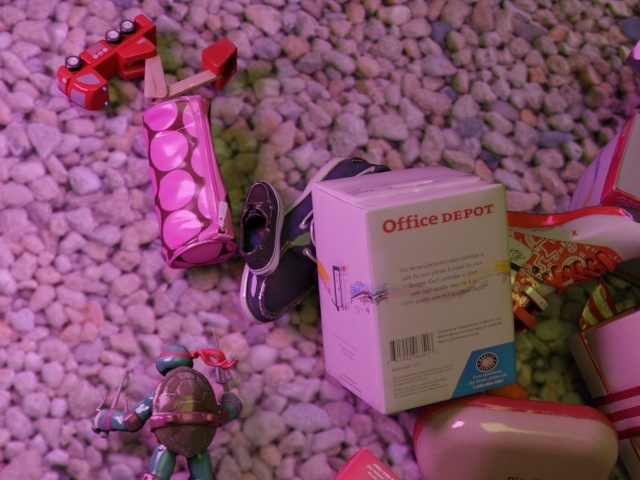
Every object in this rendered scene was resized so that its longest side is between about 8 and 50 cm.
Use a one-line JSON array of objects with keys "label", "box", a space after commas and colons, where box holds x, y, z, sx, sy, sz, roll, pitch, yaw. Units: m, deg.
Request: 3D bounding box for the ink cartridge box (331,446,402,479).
[{"label": "ink cartridge box", "box": [0.027, 0.372, 1.444, 0.172, 0.100, 0.237, 41, 63, 6]}]

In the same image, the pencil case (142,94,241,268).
[{"label": "pencil case", "box": [-0.152, -0.073, 1.593, 0.095, 0.098, 0.209, -4, 68, -29]}]

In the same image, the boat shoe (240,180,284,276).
[{"label": "boat shoe", "box": [-0.070, -0.022, 1.555, 0.049, 0.040, 0.142, -21, 44, 17]}]

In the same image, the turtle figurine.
[{"label": "turtle figurine", "box": [-0.161, 0.202, 1.468, 0.175, 0.118, 0.234, 1, 73, -14]}]

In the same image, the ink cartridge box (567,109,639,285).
[{"label": "ink cartridge box", "box": [0.397, -0.048, 1.677, 0.128, 0.176, 0.127, 24, 61, -4]}]

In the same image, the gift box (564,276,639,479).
[{"label": "gift box", "box": [0.459, 0.136, 1.564, 0.255, 0.258, 0.276, -17, 79, -20]}]

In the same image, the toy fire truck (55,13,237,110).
[{"label": "toy fire truck", "box": [-0.211, -0.208, 1.650, 0.135, 0.047, 0.192, 41, 63, 20]}]

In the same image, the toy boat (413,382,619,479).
[{"label": "toy boat", "box": [0.220, 0.222, 1.554, 0.231, 0.151, 0.151, 8, 35, -11]}]

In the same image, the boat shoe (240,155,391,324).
[{"label": "boat shoe", "box": [0.000, 0.000, 1.598, 0.254, 0.079, 0.095, -50, 128, -31]}]

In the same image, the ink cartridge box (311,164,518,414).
[{"label": "ink cartridge box", "box": [0.102, 0.046, 1.508, 0.171, 0.168, 0.232, -10, 105, -20]}]

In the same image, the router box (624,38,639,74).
[{"label": "router box", "box": [0.568, -0.160, 1.715, 0.243, 0.081, 0.309, -4, 45, -51]}]

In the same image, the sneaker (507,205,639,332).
[{"label": "sneaker", "box": [0.283, 0.040, 1.602, 0.270, 0.090, 0.145, 1, 65, 29]}]
